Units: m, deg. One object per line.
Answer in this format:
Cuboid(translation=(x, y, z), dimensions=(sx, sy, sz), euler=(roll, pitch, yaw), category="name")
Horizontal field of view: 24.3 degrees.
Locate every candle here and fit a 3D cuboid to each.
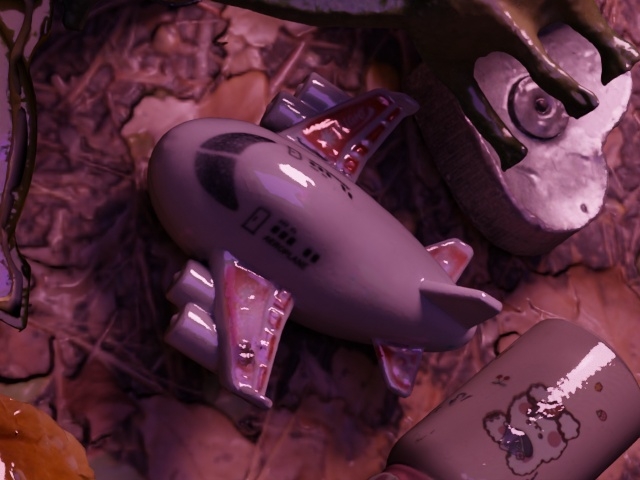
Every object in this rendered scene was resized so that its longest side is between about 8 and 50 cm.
Cuboid(translation=(0.145, -0.094, 1.110), dimensions=(0.168, 0.068, 0.192), euler=(24, 64, -14), category="candle")

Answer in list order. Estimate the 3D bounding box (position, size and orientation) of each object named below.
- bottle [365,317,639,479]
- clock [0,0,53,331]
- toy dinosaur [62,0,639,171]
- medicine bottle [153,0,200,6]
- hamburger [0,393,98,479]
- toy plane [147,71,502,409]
Cuboid(translation=(0.109, 0.157, 1.003), dimensions=(0.233, 0.110, 0.110), euler=(-35, 91, -26), category="bottle")
Cuboid(translation=(-0.311, -0.065, 0.913), dimensions=(0.293, 0.071, 0.277), euler=(11, 81, -12), category="clock")
Cuboid(translation=(0.082, -0.204, 0.987), dimensions=(0.301, 0.087, 0.447), euler=(44, 81, -5), category="toy dinosaur")
Cuboid(translation=(-0.033, -0.266, 0.885), dimensions=(0.108, 0.426, 0.108), euler=(6, 75, -22), category="medicine bottle")
Cuboid(translation=(-0.304, 0.170, 0.805), dimensions=(0.209, 0.162, 0.330), euler=(47, 69, -6), category="hamburger")
Cuboid(translation=(-0.002, 0.001, 0.999), dimensions=(0.252, 0.118, 0.252), euler=(6, 71, -19), category="toy plane")
